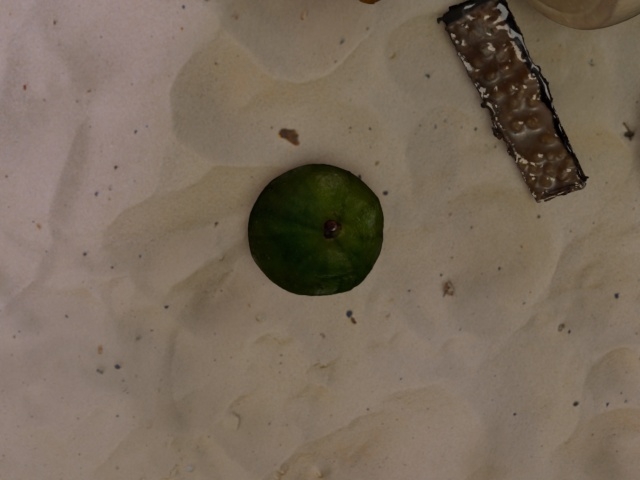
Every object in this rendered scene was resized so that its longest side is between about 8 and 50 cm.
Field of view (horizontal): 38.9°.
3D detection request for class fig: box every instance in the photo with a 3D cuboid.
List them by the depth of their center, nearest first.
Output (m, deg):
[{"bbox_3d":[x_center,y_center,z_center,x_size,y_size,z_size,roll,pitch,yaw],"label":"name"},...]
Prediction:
[{"bbox_3d":[0.000,0.000,1.269,0.203,0.235,0.203,-2,104,-6],"label":"fig"}]

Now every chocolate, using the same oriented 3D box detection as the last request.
[{"bbox_3d":[0.284,-0.208,1.310,0.102,0.065,0.329,-23,107,24],"label":"chocolate"}]

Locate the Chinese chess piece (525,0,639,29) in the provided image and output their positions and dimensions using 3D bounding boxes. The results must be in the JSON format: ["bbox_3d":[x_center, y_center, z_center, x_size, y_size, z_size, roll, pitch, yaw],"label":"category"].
[{"bbox_3d":[0.304,-0.422,1.100,0.140,0.338,0.338,-35,106,-5],"label":"Chinese chess piece"}]

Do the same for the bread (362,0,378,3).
[{"bbox_3d":[0.014,-0.445,1.085,0.204,0.358,0.337,-36,82,28],"label":"bread"}]
